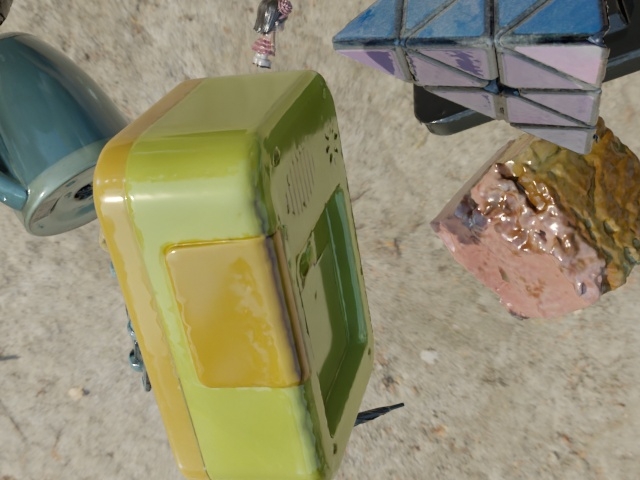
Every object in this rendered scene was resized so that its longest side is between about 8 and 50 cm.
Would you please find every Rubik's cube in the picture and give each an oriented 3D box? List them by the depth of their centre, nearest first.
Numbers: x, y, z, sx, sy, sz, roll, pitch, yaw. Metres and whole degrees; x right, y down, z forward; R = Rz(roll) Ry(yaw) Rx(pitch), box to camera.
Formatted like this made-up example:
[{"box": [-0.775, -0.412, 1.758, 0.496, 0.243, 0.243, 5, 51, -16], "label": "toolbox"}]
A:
[{"box": [0.090, -0.135, 0.546, 0.178, 0.190, 0.211, -5, 104, 12], "label": "Rubik's cube"}]

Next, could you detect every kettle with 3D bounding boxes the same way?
[{"box": [-0.508, -0.203, 1.484, 0.247, 0.319, 0.342, -42, 79, 39], "label": "kettle"}]

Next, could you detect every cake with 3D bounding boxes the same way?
[{"box": [0.417, -0.043, 1.599, 0.293, 0.307, 0.314, -41, 96, -26], "label": "cake"}]

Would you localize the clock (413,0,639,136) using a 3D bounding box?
[{"box": [0.228, -0.254, 0.953, 0.278, 0.273, 0.049, -18, 135, 22], "label": "clock"}]

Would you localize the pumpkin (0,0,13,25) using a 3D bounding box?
[{"box": [-0.541, -0.368, 1.278, 0.140, 0.202, 0.202, 37, 88, -37], "label": "pumpkin"}]

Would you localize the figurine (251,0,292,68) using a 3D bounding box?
[{"box": [-0.093, -0.375, 1.556, 0.054, 0.072, 0.129, 9, 108, -32], "label": "figurine"}]

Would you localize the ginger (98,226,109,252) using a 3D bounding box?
[{"box": [-0.212, -0.034, 1.113, 0.059, 0.214, 0.133, -24, 82, 35], "label": "ginger"}]

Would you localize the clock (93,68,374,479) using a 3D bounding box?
[{"box": [-0.037, 0.021, 0.468, 0.096, 0.143, 0.202, 0, 117, 19], "label": "clock"}]

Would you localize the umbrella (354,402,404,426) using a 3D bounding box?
[{"box": [0.009, 0.297, 1.344, 0.269, 0.044, 0.044, -13, 101, -10], "label": "umbrella"}]

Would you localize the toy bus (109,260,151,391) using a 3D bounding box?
[{"box": [-0.230, 0.072, 1.239, 0.119, 0.121, 0.265, -8, 57, -18], "label": "toy bus"}]
